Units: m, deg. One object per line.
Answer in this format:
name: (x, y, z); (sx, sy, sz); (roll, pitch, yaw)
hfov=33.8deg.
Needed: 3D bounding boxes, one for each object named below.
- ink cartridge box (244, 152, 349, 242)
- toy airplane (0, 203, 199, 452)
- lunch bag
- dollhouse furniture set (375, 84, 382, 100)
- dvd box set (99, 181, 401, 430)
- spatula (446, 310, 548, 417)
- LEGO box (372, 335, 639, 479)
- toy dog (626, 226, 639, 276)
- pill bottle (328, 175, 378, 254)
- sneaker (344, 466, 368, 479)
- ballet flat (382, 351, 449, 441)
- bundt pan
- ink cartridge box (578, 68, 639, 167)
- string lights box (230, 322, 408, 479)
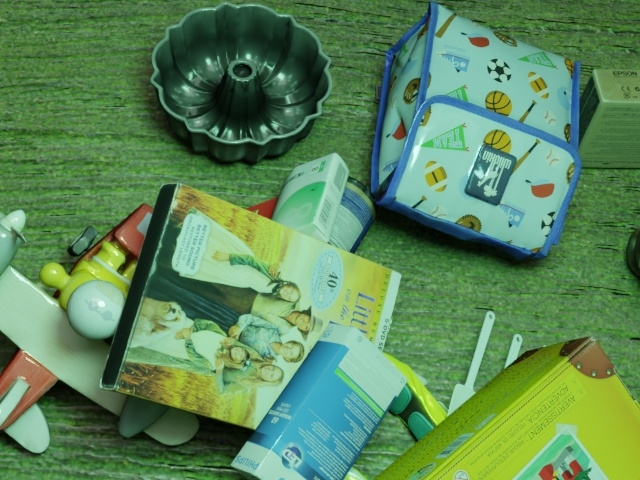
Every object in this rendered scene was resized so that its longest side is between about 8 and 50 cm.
ink cartridge box: (-0.071, -0.042, 1.748); (0.224, 0.056, 0.181); (-16, 37, 29)
toy airplane: (-0.377, 0.132, 1.568); (0.386, 0.272, 0.384); (-3, 80, -28)
lunch bag: (0.273, -0.179, 1.842); (0.328, 0.239, 0.385); (19, 61, -14)
dollhouse furniture set: (0.154, -0.269, 1.994); (0.091, 0.081, 0.114); (6, 59, -4)
dvd box set: (-0.088, 0.128, 1.564); (0.420, 0.062, 0.307); (23, 77, -31)
spatula: (0.296, 0.240, 1.716); (0.168, 0.019, 0.242); (32, 57, -12)
LEGO box: (0.272, 0.429, 1.463); (0.500, 0.193, 0.372); (-34, 91, -24)
toy dog: (0.712, -0.061, 1.827); (0.408, 0.395, 0.284); (-44, 61, -8)
pill bottle: (0.000, 0.000, 1.789); (0.123, 0.123, 0.219); (27, 60, 9)
sneaker: (0.079, 0.440, 1.574); (0.240, 0.091, 0.126); (35, 80, 12)
ballet flat: (0.157, 0.262, 1.693); (0.077, 0.077, 0.231); (-23, 66, -43)
bundt pan: (-0.145, -0.274, 1.933); (0.331, 0.124, 0.331); (3, 58, -5)
ink cartridge box: (0.596, -0.224, 1.962); (0.234, 0.193, 0.088); (0, 56, -9)
string lights box: (0.002, 0.264, 1.539); (0.133, 0.077, 0.260); (46, 68, -25)
